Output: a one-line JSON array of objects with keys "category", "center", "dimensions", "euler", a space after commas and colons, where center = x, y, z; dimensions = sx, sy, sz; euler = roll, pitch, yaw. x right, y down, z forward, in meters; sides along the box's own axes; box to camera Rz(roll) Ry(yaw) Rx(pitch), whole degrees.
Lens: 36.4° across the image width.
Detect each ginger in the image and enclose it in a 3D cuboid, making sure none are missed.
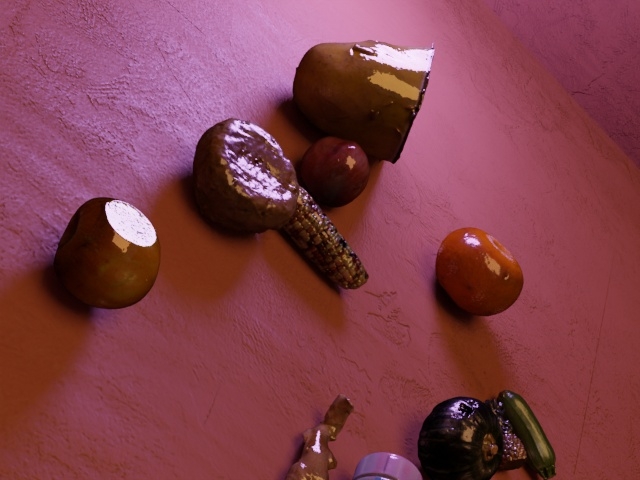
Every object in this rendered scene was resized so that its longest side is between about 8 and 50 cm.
[{"category": "ginger", "center": [-0.005, 0.374, 1.645], "dimensions": [0.089, 0.075, 0.288], "euler": [30, 40, 2]}]

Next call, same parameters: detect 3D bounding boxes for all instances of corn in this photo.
[{"category": "corn", "center": [0.000, 0.000, 1.960], "dimensions": [0.253, 0.086, 0.086], "euler": [50, 34, -14]}]

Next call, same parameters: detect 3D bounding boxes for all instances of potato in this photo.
[{"category": "potato", "center": [0.086, -0.358, 2.255], "dimensions": [0.295, 0.290, 0.397], "euler": [20, 20, -5]}]

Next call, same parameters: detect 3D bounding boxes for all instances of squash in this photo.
[{"category": "squash", "center": [0.276, 0.401, 1.912], "dimensions": [0.193, 0.155, 0.193], "euler": [-14, 90, -69]}, {"category": "squash", "center": [0.468, 0.437, 2.201], "dimensions": [0.219, 0.068, 0.077], "euler": [63, 22, 11]}]

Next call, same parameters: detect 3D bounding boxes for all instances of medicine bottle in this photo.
[{"category": "medicine bottle", "center": [0.101, 0.460, 1.651], "dimensions": [0.135, 0.135, 0.168], "euler": [47, 35, -13]}]

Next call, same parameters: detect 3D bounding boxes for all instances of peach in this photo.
[{"category": "peach", "center": [0.025, -0.141, 2.083], "dimensions": [0.152, 0.152, 0.152], "euler": [32, 40, -32]}]

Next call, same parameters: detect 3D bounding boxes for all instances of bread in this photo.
[{"category": "bread", "center": [-0.148, -0.112, 1.830], "dimensions": [0.230, 0.123, 0.230], "euler": [30, 44, -34]}]

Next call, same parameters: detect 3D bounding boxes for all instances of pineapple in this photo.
[{"category": "pineapple", "center": [0.395, 0.421, 2.129], "dimensions": [0.074, 0.074, 0.159], "euler": [21, 38, -41]}]

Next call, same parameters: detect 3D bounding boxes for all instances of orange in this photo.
[{"category": "orange", "center": [0.367, 0.075, 2.290], "dimensions": [0.224, 0.170, 0.224], "euler": [39, 16, -13]}]

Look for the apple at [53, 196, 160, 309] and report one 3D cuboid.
[{"category": "apple", "center": [-0.319, 0.024, 1.472], "dimensions": [0.147, 0.146, 0.163], "euler": [30, 28, -25]}]
